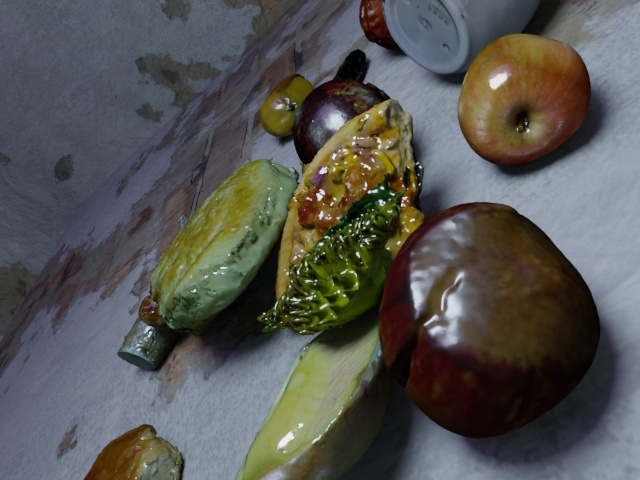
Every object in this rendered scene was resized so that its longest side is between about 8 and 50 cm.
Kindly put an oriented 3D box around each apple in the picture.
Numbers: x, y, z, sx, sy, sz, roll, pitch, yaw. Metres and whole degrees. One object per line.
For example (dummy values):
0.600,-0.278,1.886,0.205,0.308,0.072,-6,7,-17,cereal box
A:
0.024,0.195,0.559,0.193,0.120,0.265,-41,8,32,apple
0.288,-0.212,0.676,0.199,0.199,0.199,-31,36,26,apple

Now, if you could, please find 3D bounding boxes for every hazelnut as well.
0.170,0.083,0.485,0.218,0.218,0.234,-12,50,43,hazelnut

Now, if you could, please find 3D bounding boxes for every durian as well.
0.022,0.047,0.576,0.375,0.132,0.107,-47,65,43,durian

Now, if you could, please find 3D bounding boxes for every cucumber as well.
0.060,-0.416,1.246,0.081,0.072,0.303,-1,54,50,cucumber

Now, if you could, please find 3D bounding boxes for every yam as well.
-0.383,0.206,1.081,0.107,0.107,0.194,2,57,51,yam

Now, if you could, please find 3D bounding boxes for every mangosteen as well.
0.040,-0.161,0.885,0.289,0.231,0.231,-58,26,27,mangosteen

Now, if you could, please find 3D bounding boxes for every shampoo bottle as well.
0.277,-0.481,0.871,0.266,0.273,0.273,-47,32,-10,shampoo bottle

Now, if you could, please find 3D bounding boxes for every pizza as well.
0.043,-0.009,0.714,0.278,0.114,0.409,48,122,33,pizza

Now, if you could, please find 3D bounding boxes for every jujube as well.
0.193,-0.582,1.168,0.197,0.197,0.290,-35,20,20,jujube

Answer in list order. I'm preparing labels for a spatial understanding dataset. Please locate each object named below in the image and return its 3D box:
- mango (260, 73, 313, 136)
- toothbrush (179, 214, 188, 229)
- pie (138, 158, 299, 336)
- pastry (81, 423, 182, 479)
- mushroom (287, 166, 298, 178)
-0.095,-0.409,1.377,0.167,0.130,0.262,-27,31,38,mango
-0.382,0.039,1.323,0.035,0.042,0.413,-42,35,10,toothbrush
-0.187,0.015,0.923,0.418,0.180,0.395,-25,34,56,pie
-0.334,0.435,0.784,0.218,0.100,0.229,-40,28,6,pastry
-0.086,-0.170,1.209,0.049,0.019,0.101,-53,30,-10,mushroom
